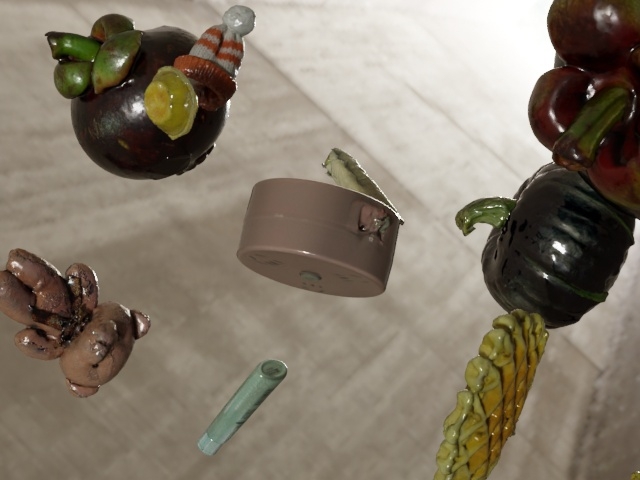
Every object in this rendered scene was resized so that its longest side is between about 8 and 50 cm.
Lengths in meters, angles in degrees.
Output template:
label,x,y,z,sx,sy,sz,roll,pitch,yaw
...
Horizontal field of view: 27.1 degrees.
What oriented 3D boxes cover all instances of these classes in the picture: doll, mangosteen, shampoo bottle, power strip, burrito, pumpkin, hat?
label,x,y,z,sx,sy,sz,roll,pitch,yaw
doll,-0.447,0.141,2.359,0.201,0.303,0.156,-54,32,-13
mangosteen,0.454,-0.204,1.806,0.435,0.382,0.382,-6,-29,-30
shampoo bottle,-0.123,0.257,2.024,0.190,0.041,0.069,-51,-15,27
power strip,0.000,0.000,1.274,0.154,0.154,0.078,108,177,-76
mangosteen,-0.309,-0.249,2.312,0.311,0.311,0.311,-46,-6,-7
burrito,0.054,-0.067,1.761,0.041,0.185,0.045,0,-55,-27
pumpkin,0.368,-0.013,2.194,0.296,0.296,0.296,-46,-6,-7
hat,-0.155,-0.294,2.065,0.112,0.094,0.162,46,-119,-52

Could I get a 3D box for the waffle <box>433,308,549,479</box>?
label,x,y,z,sx,sy,sz,roll,pitch,yaw
waffle,0.221,0.214,1.716,0.250,0.056,0.261,-8,-61,-65

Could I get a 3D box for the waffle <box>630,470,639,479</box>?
label,x,y,z,sx,sy,sz,roll,pitch,yaw
waffle,0.599,0.498,2.293,0.307,0.311,0.060,-12,28,-10

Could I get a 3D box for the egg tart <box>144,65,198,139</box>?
label,x,y,z,sx,sy,sz,roll,pitch,yaw
egg tart,-0.216,-0.194,1.869,0.039,0.105,0.105,-8,-35,-48
